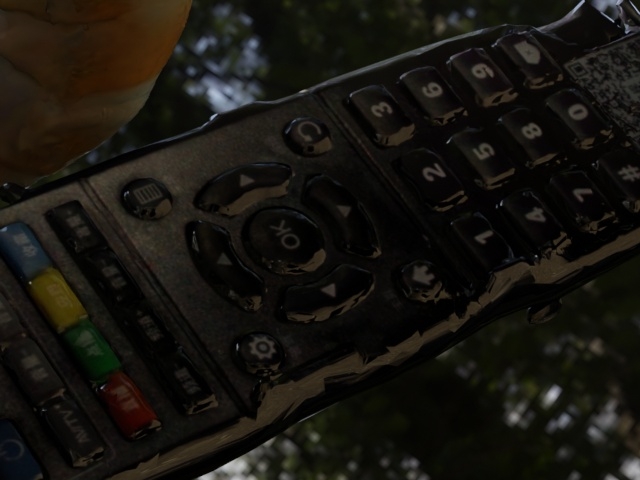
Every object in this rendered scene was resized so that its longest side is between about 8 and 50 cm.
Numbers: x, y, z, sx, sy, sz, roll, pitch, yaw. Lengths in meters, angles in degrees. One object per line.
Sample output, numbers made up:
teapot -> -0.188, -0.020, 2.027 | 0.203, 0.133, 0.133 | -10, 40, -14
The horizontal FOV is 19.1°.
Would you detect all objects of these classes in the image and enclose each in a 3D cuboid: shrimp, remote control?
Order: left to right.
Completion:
shrimp -> -0.149, -0.092, 0.737 | 0.185, 0.068, 0.287 | 23, -50, -24
remote control -> 0.000, 0.000, 0.758 | 0.399, 0.144, 0.062 | -22, -28, -30
